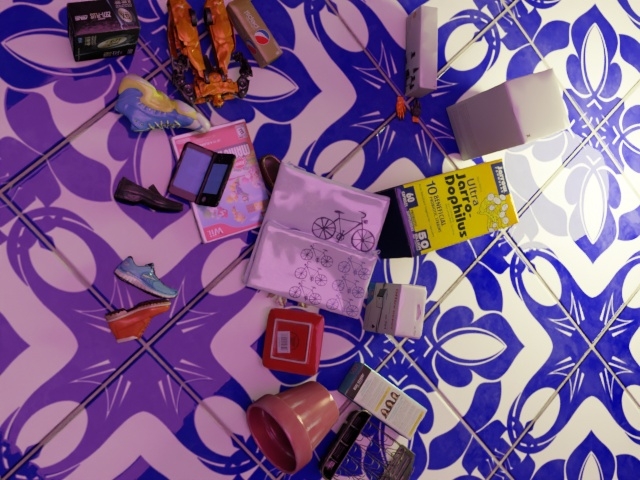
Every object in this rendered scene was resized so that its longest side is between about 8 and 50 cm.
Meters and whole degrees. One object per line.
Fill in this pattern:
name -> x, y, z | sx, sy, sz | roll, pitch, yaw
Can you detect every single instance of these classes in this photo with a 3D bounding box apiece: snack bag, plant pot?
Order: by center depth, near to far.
plant pot -> -0.059, 0.459, 1.652 | 0.180, 0.201, 0.202 | -28, 97, -35
snack bag -> 0.000, 0.000, 1.684 | 0.322, 0.037, 0.343 | 18, 92, -5

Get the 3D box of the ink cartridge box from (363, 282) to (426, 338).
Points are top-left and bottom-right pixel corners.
ink cartridge box -> 0.198, 0.187, 1.754 | 0.082, 0.190, 0.140 | 11, 83, -20

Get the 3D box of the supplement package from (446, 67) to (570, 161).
supplement package -> 0.530, -0.353, 1.855 | 0.175, 0.293, 0.178 | -20, 95, -20

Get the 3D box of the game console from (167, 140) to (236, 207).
game console -> -0.296, -0.167, 1.617 | 0.085, 0.124, 0.144 | 27, 78, -43

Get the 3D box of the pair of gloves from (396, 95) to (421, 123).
pair of gloves -> 0.259, -0.385, 1.904 | 0.083, 0.010, 0.074 | 4, 85, -21

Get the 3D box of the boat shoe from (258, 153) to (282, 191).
boat shoe -> -0.091, -0.142, 1.725 | 0.073, 0.073, 0.207 | -35, 98, -15

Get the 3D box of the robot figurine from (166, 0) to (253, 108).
robot figurine -> -0.292, -0.479, 1.659 | 0.210, 0.085, 0.291 | -12, 91, -21

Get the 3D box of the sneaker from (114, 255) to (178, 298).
sneaker -> -0.419, 0.091, 1.593 | 0.162, 0.063, 0.073 | 31, 74, -17

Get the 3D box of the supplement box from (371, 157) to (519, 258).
supplement box -> 0.339, -0.088, 1.820 | 0.356, 0.195, 0.194 | -17, 93, -21

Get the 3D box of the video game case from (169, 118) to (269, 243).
video game case -> -0.252, -0.155, 1.687 | 0.203, 0.025, 0.285 | -18, 94, -20

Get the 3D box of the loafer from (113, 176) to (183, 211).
loafer -> -0.420, -0.112, 1.605 | 0.169, 0.062, 0.061 | 15, 77, -21

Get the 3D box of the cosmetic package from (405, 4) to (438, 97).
cosmetic package -> 0.291, -0.545, 1.878 | 0.060, 0.099, 0.239 | 3, 85, -21

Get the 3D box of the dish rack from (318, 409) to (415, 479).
dish rack -> 0.139, 0.610, 1.772 | 0.271, 0.074, 0.208 | 40, 75, -15

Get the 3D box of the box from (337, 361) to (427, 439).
box -> 0.173, 0.445, 1.800 | 0.244, 0.060, 0.101 | 38, 75, -15

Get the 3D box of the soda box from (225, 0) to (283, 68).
soda box -> -0.178, -0.554, 1.718 | 0.058, 0.061, 0.181 | -37, 100, -18

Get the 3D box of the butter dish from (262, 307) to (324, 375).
butter dish -> -0.057, 0.263, 1.699 | 0.159, 0.118, 0.160 | 5, 86, 20

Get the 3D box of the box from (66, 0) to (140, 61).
box -> -0.512, -0.494, 1.524 | 0.147, 0.180, 0.078 | -15, 91, -22

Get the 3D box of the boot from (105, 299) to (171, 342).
boot -> -0.437, 0.196, 1.586 | 0.157, 0.059, 0.085 | -18, 97, -12

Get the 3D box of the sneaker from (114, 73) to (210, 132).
sneaker -> -0.402, -0.306, 1.617 | 0.240, 0.091, 0.126 | 30, 91, -12

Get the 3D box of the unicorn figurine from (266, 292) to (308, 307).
unicorn figurine -> -0.056, 0.122, 1.730 | 0.161, 0.060, 0.111 | 7, 89, -23
